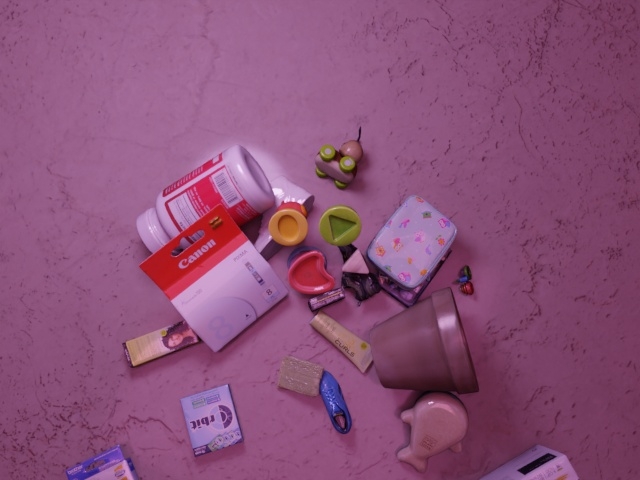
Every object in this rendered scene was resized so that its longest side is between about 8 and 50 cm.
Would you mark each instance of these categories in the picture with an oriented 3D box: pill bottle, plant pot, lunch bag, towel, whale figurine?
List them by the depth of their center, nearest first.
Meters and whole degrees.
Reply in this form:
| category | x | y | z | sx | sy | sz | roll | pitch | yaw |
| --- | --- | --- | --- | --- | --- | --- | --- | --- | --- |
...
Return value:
| category | x | y | z | sx | sy | sz | roll | pitch | yaw |
| --- | --- | --- | --- | --- | --- | --- | --- | --- | --- |
| plant pot | 0.309 | 0.330 | 1.844 | 0.280 | 0.323 | 0.324 | -15 | 80 | 12 |
| whale figurine | 0.348 | 0.592 | 1.878 | 0.216 | 0.141 | 0.272 | 28 | 104 | 4 |
| pill bottle | -0.368 | -0.108 | 1.898 | 0.407 | 0.229 | 0.229 | -30 | 81 | 10 |
| towel | -0.065 | 0.435 | 1.916 | 0.148 | 0.027 | 0.110 | 10 | 79 | 19 |
| lunch bag | 0.294 | 0.017 | 1.937 | 0.224 | 0.108 | 0.279 | 38 | 81 | 3 |

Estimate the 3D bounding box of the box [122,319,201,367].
| category | x | y | z | sx | sy | sz | roll | pitch | yaw |
| --- | --- | --- | --- | --- | --- | --- | --- | --- | --- |
| box | -0.510 | 0.329 | 1.924 | 0.232 | 0.058 | 0.087 | -22 | 80 | -5 |

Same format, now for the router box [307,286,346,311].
| category | x | y | z | sx | sy | sz | roll | pitch | yaw |
| --- | --- | --- | --- | --- | --- | --- | --- | --- | --- |
| router box | 0.020 | 0.192 | 1.947 | 0.122 | 0.092 | 0.038 | -23 | 81 | -5 |

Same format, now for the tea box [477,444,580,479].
| category | x | y | z | sx | sy | sz | roll | pitch | yaw |
| --- | --- | --- | --- | --- | --- | --- | --- | --- | --- |
| tea box | 0.632 | 0.842 | 1.775 | 0.328 | 0.220 | 0.324 | -26 | 80 | -6 |

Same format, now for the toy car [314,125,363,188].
| category | x | y | z | sx | sy | sz | roll | pitch | yaw |
| --- | --- | --- | --- | --- | --- | --- | --- | --- | --- |
| toy car | 0.083 | -0.299 | 2.020 | 0.148 | 0.155 | 0.188 | 31 | 70 | 4 |

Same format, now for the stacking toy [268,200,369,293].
| category | x | y | z | sx | sy | sz | roll | pitch | yaw |
| --- | --- | --- | --- | --- | --- | --- | --- | --- | --- |
| stacking toy | 0.000 | 0.000 | 1.897 | 0.279 | 0.130 | 0.309 | -12 | 116 | 5 |

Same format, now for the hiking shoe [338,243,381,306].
| category | x | y | z | sx | sy | sz | roll | pitch | yaw |
| --- | --- | --- | --- | --- | --- | --- | --- | --- | --- |
| hiking shoe | 0.098 | 0.102 | 1.967 | 0.114 | 0.086 | 0.227 | -39 | 63 | 17 |

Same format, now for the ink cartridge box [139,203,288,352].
| category | x | y | z | sx | sy | sz | roll | pitch | yaw |
| --- | --- | --- | --- | --- | --- | --- | --- | --- | --- |
| ink cartridge box | -0.313 | 0.123 | 1.834 | 0.308 | 0.385 | 0.091 | -38 | 39 | -8 |

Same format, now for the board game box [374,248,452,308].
| category | x | y | z | sx | sy | sz | roll | pitch | yaw |
| --- | --- | --- | --- | --- | --- | --- | --- | --- | --- |
| board game box | 0.305 | 0.084 | 2.001 | 0.165 | 0.042 | 0.243 | 36 | 80 | 5 |

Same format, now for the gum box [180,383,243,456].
| category | x | y | z | sx | sy | sz | roll | pitch | yaw |
| --- | --- | --- | --- | --- | --- | --- | --- | --- | --- |
| gum box | -0.343 | 0.567 | 1.892 | 0.156 | 0.041 | 0.185 | -17 | 79 | -5 |

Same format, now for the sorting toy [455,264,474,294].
| category | x | y | z | sx | sy | sz | roll | pitch | yaw |
| --- | --- | --- | --- | --- | --- | --- | --- | --- | --- |
| sorting toy | 0.480 | 0.135 | 1.997 | 0.042 | 0.061 | 0.102 | -16 | 70 | 30 |

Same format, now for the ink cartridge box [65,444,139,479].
| category | x | y | z | sx | sy | sz | roll | pitch | yaw |
| --- | --- | --- | --- | --- | --- | --- | --- | --- | --- |
| ink cartridge box | -0.633 | 0.806 | 1.828 | 0.185 | 0.065 | 0.311 | -25 | 83 | -6 |

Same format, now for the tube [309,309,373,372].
| category | x | y | z | sx | sy | sz | roll | pitch | yaw |
| --- | --- | --- | --- | --- | --- | --- | --- | --- | --- |
| tube | 0.074 | 0.319 | 1.944 | 0.240 | 0.062 | 0.070 | 39 | 117 | -1 |

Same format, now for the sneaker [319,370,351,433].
| category | x | y | z | sx | sy | sz | roll | pitch | yaw |
| --- | --- | --- | --- | --- | --- | --- | --- | --- | --- |
| sneaker | 0.044 | 0.510 | 1.894 | 0.069 | 0.082 | 0.209 | -23 | 79 | -4 |

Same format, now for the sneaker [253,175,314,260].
| category | x | y | z | sx | sy | sz | roll | pitch | yaw |
| --- | --- | --- | --- | --- | --- | --- | --- | --- | --- |
| sneaker | -0.171 | -0.077 | 2.000 | 0.169 | 0.108 | 0.293 | 36 | 84 | 19 |
